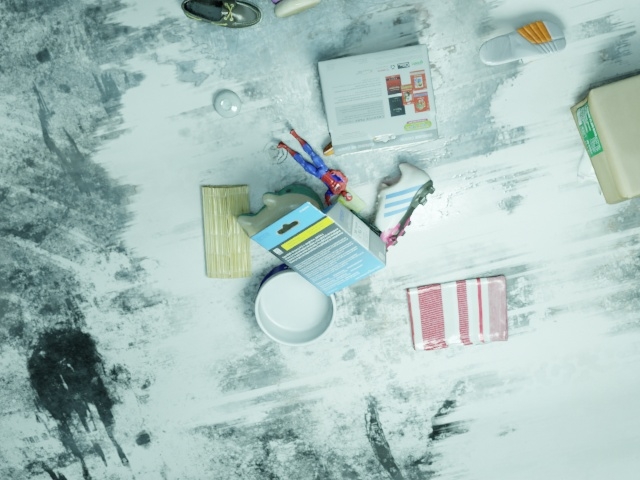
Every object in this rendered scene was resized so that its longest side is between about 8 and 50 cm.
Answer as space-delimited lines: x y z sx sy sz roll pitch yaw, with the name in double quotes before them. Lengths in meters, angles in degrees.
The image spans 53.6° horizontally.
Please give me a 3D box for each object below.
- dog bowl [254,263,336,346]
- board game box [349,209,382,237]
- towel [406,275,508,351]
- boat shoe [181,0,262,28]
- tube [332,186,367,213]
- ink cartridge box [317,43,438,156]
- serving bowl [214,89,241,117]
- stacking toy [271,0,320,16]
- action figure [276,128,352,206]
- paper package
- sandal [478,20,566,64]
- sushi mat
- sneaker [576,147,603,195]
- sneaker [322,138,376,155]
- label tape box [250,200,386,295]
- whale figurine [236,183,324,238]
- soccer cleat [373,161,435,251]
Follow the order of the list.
"dog bowl" -0.080 0.207 2.074 0.264 0.104 0.265 0 109 -1
"board game box" 0.108 0.010 1.988 0.126 0.026 0.186 38 129 20
"towel" 0.462 0.248 2.125 0.328 0.037 0.237 -8 108 3
"boat shoe" -0.279 -0.646 1.796 0.227 0.069 0.081 6 109 -2
"tube" 0.032 -0.057 2.009 0.240 0.062 0.070 -46 142 6
"ink cartridge box" 0.165 -0.391 1.819 0.309 0.130 0.272 -8 92 3
"serving bowl" -0.280 -0.407 1.901 0.083 0.027 0.084 0 108 0
"stacking toy" -0.111 -0.790 1.722 0.141 0.141 0.331 -18 103 6
"action figure" -0.007 -0.206 1.911 0.280 0.139 0.091 41 107 -12
"paper package" 0.920 -0.295 1.791 0.309 0.168 0.325 -17 84 -2
"sandal" 0.570 -0.557 1.823 0.265 0.076 0.102 -14 85 -7
"sushi mat" -0.299 -0.025 2.038 0.151 0.019 0.317 0 110 -1
"sneaker" 0.935 -0.199 1.941 0.304 0.114 0.152 16 115 3
"sneaker" 0.090 -0.292 1.924 0.175 0.064 0.067 -23 117 11
"label tape box" 0.000 0.000 1.861 0.240 0.106 0.333 -30 125 33
"whale figurine" -0.119 -0.085 1.968 0.271 0.141 0.216 -13 135 23
"soccer cleat" 0.221 -0.095 1.980 0.143 0.116 0.331 45 118 20
